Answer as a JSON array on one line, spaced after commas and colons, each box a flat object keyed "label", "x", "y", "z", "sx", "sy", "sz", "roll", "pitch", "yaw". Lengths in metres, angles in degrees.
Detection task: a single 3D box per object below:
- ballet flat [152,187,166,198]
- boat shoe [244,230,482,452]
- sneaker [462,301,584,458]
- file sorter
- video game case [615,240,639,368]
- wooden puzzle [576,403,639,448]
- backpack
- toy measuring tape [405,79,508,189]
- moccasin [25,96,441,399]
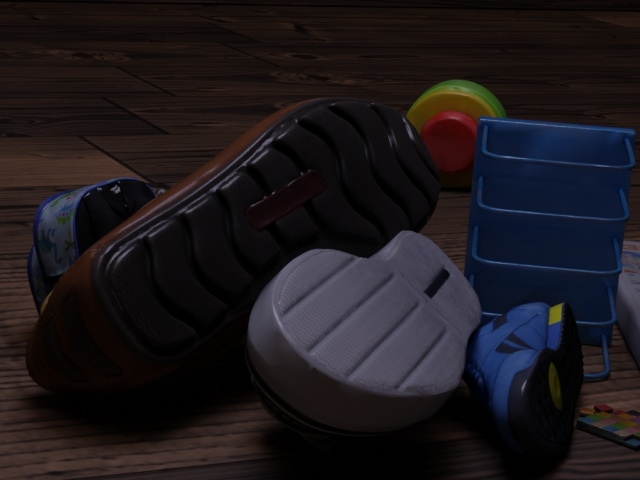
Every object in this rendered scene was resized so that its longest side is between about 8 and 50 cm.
[{"label": "ballet flat", "x": -0.086, "y": -0.031, "z": 1.589, "sx": 0.084, "sy": 0.058, "sz": 0.250, "roll": 16, "pitch": 18, "yaw": 37}, {"label": "boat shoe", "x": 0.019, "y": 0.079, "z": 1.088, "sx": 0.121, "sy": 0.119, "sz": 0.335, "roll": 46, "pitch": 16, "yaw": 9}, {"label": "sneaker", "x": 0.124, "y": 0.096, "z": 1.149, "sx": 0.082, "sy": 0.069, "sz": 0.209, "roll": -10, "pitch": 12, "yaw": 15}, {"label": "file sorter", "x": 0.167, "y": 0.006, "z": 1.286, "sx": 0.118, "sy": 0.170, "sz": 0.104, "roll": 5, "pitch": 16, "yaw": 4}, {"label": "video game case", "x": 0.387, "y": 0.061, "z": 1.402, "sx": 0.300, "sy": 0.036, "sz": 0.329, "roll": 4, "pitch": 14, "yaw": 0}, {"label": "wooden puzzle", "x": 0.204, "y": 0.124, "z": 1.158, "sx": 0.049, "sy": 0.006, "sz": 0.083, "roll": -9, "pitch": 19, "yaw": -43}, {"label": "backpack", "x": -0.161, "y": 0.017, "z": 1.261, "sx": 0.084, "sy": 0.114, "sz": 0.105, "roll": -10, "pitch": 4, "yaw": 38}, {"label": "toy measuring tape", "x": 0.086, "y": -0.123, "z": 1.895, "sx": 0.330, "sy": 0.121, "sz": 0.121, "roll": 7, "pitch": 14, "yaw": 11}, {"label": "moccasin", "x": -0.051, "y": 0.007, "z": 1.234, "sx": 0.147, "sy": 0.139, "sz": 0.380, "roll": -30, "pitch": 7, "yaw": 46}]
